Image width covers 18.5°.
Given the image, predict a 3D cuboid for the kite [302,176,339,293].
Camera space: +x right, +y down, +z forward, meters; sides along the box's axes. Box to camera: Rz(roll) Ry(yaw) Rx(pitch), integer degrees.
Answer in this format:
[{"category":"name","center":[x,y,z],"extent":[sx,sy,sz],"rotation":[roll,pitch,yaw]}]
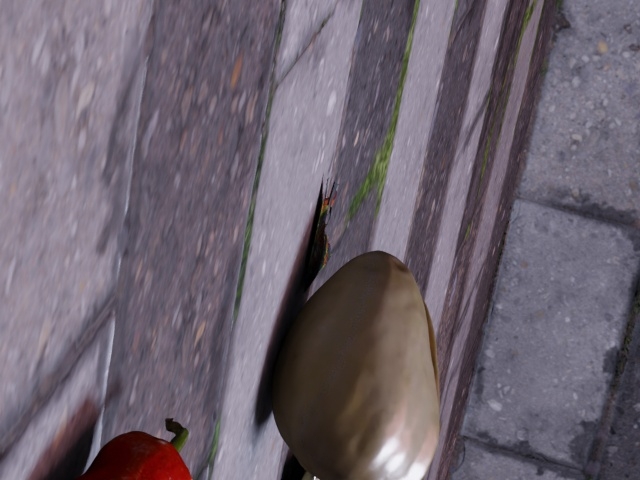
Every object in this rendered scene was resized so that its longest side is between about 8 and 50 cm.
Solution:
[{"category":"kite","center":[0.000,0.000,1.434],"extent":[0.122,0.004,0.090],"rotation":[83,23,-68]}]

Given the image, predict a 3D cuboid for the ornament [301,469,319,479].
[{"category":"ornament","center":[-0.007,0.235,1.638],"extent":[0.180,0.059,0.201],"rotation":[92,13,-52]}]

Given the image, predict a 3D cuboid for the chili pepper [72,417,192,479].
[{"category":"chili pepper","center":[-0.098,0.128,0.892],"extent":[0.059,0.050,0.191],"rotation":[-61,172,33]}]

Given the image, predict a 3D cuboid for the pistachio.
[{"category":"pistachio","center":[0.030,0.100,1.404],"extent":[0.124,0.124,0.184],"rotation":[51,52,-79]}]
